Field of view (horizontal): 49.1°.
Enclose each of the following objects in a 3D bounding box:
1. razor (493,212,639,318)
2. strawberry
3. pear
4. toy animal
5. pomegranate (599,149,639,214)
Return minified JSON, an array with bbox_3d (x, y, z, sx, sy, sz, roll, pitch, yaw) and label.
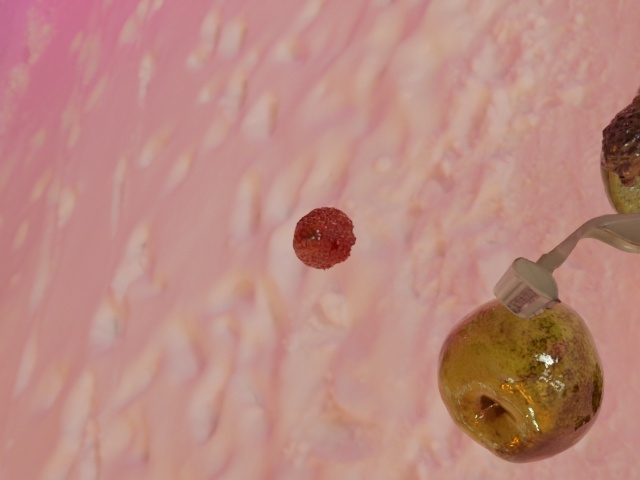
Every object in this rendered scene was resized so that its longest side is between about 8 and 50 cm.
[{"bbox_3d":[0.256,-0.003,0.456,0.277,0.111,0.056,-12,77,5],"label":"razor"},{"bbox_3d":[0.000,0.000,0.765,0.073,0.073,0.083,-49,-4,17],"label":"strawberry"},{"bbox_3d":[0.246,0.158,0.849,0.197,0.197,0.197,-28,49,37],"label":"pear"},{"bbox_3d":[0.312,-0.142,0.587,0.086,0.069,0.220,21,70,42],"label":"toy animal"},{"bbox_3d":[0.392,-0.093,0.756,0.169,0.143,0.122,-22,14,39],"label":"pomegranate"}]
